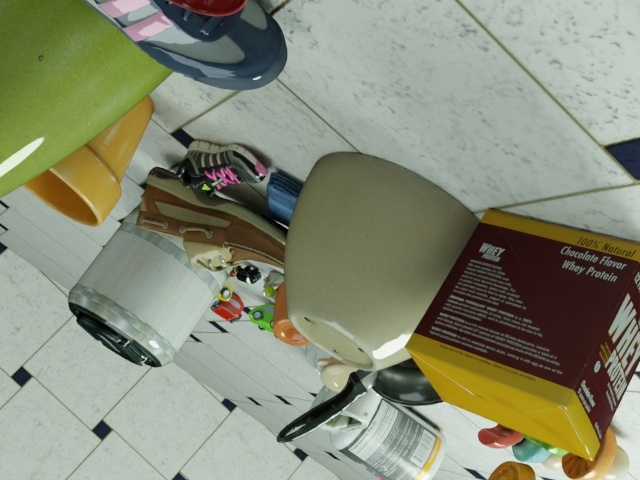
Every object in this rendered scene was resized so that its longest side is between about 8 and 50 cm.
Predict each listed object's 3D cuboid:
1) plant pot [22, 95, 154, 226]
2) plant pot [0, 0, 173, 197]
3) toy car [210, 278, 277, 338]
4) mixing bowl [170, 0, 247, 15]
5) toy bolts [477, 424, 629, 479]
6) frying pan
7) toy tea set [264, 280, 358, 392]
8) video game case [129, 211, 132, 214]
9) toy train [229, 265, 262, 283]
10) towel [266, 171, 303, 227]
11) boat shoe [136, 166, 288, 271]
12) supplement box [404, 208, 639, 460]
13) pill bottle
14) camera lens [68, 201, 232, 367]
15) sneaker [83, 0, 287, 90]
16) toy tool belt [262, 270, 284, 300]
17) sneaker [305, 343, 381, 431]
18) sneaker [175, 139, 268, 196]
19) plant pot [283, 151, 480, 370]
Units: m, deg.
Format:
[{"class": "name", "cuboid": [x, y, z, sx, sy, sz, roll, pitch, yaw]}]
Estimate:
[{"class": "plant pot", "cuboid": [-0.342, -0.154, 1.282, 0.205, 0.188, 0.205, 30, 160, 12]}, {"class": "plant pot", "cuboid": [-0.342, -0.194, 1.031, 0.274, 0.294, 0.275, 29, 160, 11]}, {"class": "toy car", "cuboid": [-0.150, 0.138, 1.877, 0.225, 0.053, 0.239, 25, 160, 20]}, {"class": "mixing bowl", "cuboid": [-0.108, -0.286, 0.743, 0.181, 0.098, 0.181, 30, 161, 12]}, {"class": "toy bolts", "cuboid": [0.359, 0.360, 1.434, 0.158, 0.218, 0.228, 32, 179, -14]}, {"class": "frying pan", "cuboid": [0.090, 0.161, 1.243, 0.326, 0.197, 0.053, -15, 124, 13]}, {"class": "toy tea set", "cuboid": [0.060, 0.158, 1.572, 0.200, 0.124, 0.336, -20, 126, 30]}, {"class": "video game case", "cuboid": [-0.317, 0.048, 1.880, 0.193, 0.023, 0.212, 48, 164, 18]}, {"class": "toy train", "cuboid": [-0.177, 0.057, 1.745, 0.158, 0.036, 0.027, 15, 137, 42]}, {"class": "towel", "cuboid": [-0.045, -0.055, 1.294, 0.067, 0.029, 0.119, 30, 159, 9]}, {"class": "boat shoe", "cuboid": [-0.159, -0.007, 1.409, 0.324, 0.120, 0.122, 25, 178, 30]}, {"class": "supplement box", "cuboid": [0.235, 0.095, 0.969, 0.191, 0.194, 0.129, 17, 154, 39]}, {"class": "pill bottle", "cuboid": [0.121, 0.412, 1.942, 0.278, 0.162, 0.162, 36, 160, -8]}, {"class": "camera lens", "cuboid": [-0.303, 0.075, 1.631, 0.219, 0.274, 0.219, 29, 160, 12]}, {"class": "sneaker", "cuboid": [-0.170, -0.263, 0.873, 0.319, 0.112, 0.131, 32, 163, 0]}, {"class": "toy tool belt", "cuboid": [-0.080, 0.098, 1.674, 0.052, 0.051, 0.083, 19, 156, 34]}, {"class": "sneaker", "cuboid": [0.026, 0.285, 1.784, 0.108, 0.169, 0.292, 40, 161, -24]}, {"class": "sneaker", "cuboid": [-0.145, -0.096, 1.284, 0.170, 0.075, 0.063, 14, 153, 42]}, {"class": "plant pot", "cuboid": [0.062, 0.052, 1.143, 0.284, 0.191, 0.284, 30, 161, 11]}]
